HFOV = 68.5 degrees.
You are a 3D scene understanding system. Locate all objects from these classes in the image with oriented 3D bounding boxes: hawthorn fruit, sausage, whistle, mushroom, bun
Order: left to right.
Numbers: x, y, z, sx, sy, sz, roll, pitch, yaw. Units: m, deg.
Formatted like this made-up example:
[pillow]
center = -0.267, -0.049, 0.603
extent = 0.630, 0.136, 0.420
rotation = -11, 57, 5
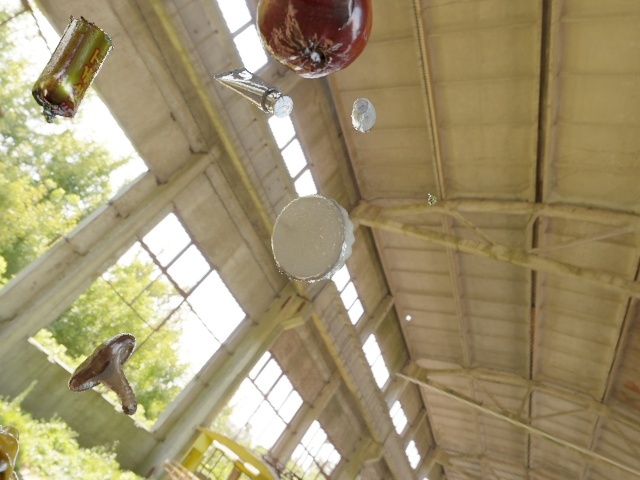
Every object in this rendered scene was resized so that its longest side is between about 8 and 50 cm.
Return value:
[whistle]
center = -0.725, 0.466, 1.063
extent = 0.057, 0.046, 0.109
rotation = 13, 3, -7
[sausage]
center = -0.674, -0.448, 1.258
extent = 0.117, 0.317, 0.125
rotation = 6, -24, 16
[mushroom]
center = -0.596, 0.411, 1.394
extent = 0.217, 0.227, 0.148
rotation = 41, -1, 14
[hawthorn fruit]
center = -0.017, -0.541, 1.076
extent = 0.265, 0.307, 0.265
rotation = -4, -15, -1
[bun]
center = 0.000, 0.000, 1.402
extent = 0.263, 0.263, 0.175
rotation = 20, 4, 32

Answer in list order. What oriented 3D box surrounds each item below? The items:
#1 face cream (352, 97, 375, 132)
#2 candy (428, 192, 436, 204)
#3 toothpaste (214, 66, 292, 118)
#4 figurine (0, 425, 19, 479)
[face cream]
center = 0.124, -0.357, 1.347
extent = 0.051, 0.072, 0.182
rotation = 53, 6, 8
[candy]
center = 0.311, -0.123, 1.325
extent = 0.025, 0.083, 0.023
rotation = 39, -70, -12
[toothpaste]
center = -0.192, -0.440, 1.365
extent = 0.299, 0.114, 0.073
rotation = 41, -32, 37
[figurine]
center = -0.715, 0.516, 0.765
extent = 0.401, 0.387, 0.268
rotation = -23, -81, 20
